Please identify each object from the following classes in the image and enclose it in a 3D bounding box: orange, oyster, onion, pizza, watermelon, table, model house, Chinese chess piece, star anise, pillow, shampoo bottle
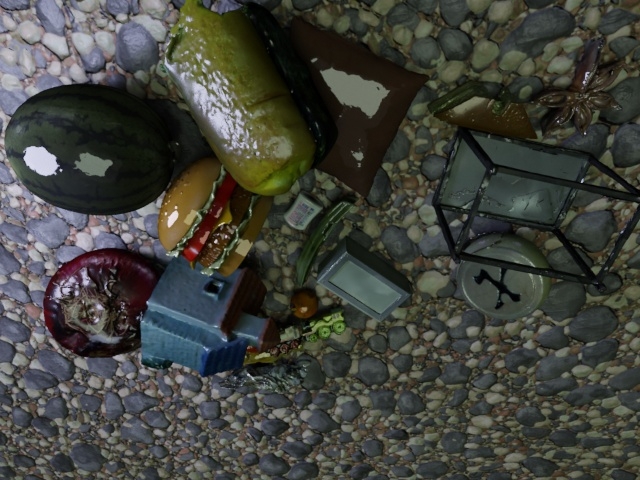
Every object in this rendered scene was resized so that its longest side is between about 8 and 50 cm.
[{"bbox_3d":[-0.046,0.182,1.305,0.083,0.084,0.084,1,121,2],"label":"orange"},{"bbox_3d":[-0.180,0.434,1.434,0.252,0.199,0.087,-11,78,27],"label":"oyster"},{"bbox_3d":[-0.570,0.167,1.249,0.313,0.232,0.314,-3,102,-15],"label":"onion"},{"bbox_3d":[-0.183,0.295,1.365,0.287,0.075,0.280,9,108,-13],"label":"pizza"},{"bbox_3d":[-0.475,-0.192,0.992,0.359,0.279,0.279,5,121,-4],"label":"watermelon"},{"bbox_3d":[0.458,-0.079,1.014,0.334,0.272,0.222,10,120,-3],"label":"table"},{"bbox_3d":[-0.252,0.195,1.182,0.329,0.295,0.252,16,136,1],"label":"model house"},{"bbox_3d":[0.462,0.091,1.175,0.237,0.092,0.238,15,122,26],"label":"Chinese chess piece"},{"bbox_3d":[0.563,-0.310,0.999,0.171,0.063,0.208,37,112,-22],"label":"star anise"},{"bbox_3d":[0.032,-0.279,1.010,0.307,0.108,0.306,22,120,-4],"label":"pillow"},{"bbox_3d":[-0.048,-0.072,1.176,0.072,0.043,0.099,32,118,-15],"label":"shampoo bottle"}]

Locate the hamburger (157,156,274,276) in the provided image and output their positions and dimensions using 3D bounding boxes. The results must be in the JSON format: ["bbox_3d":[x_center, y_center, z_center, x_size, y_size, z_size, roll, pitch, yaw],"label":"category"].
[{"bbox_3d":[-0.256,-0.066,1.062,0.212,0.274,0.274,30,118,-19],"label":"hamburger"}]

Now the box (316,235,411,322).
[{"bbox_3d":[0.118,0.110,1.251,0.225,0.086,0.129,34,117,-17],"label":"box"}]

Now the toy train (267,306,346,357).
[{"bbox_3d":[-0.047,0.266,1.329,0.249,0.053,0.085,-19,98,-5],"label":"toy train"}]

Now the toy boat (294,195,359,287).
[{"bbox_3d":[0.000,0.000,1.191,0.055,0.093,0.293,34,118,4],"label":"toy boat"}]

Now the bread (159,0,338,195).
[{"bbox_3d":[-0.142,-0.271,0.897,0.251,0.208,0.377,-26,99,41],"label":"bread"}]

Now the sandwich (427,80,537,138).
[{"bbox_3d":[0.365,-0.287,1.001,0.244,0.090,0.088,12,123,-5],"label":"sandwich"}]
